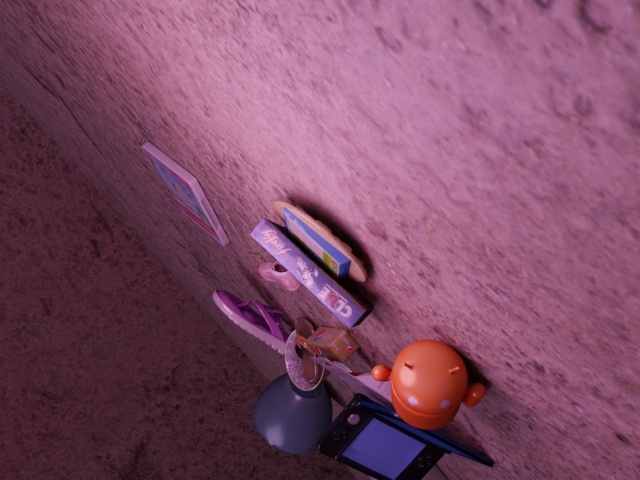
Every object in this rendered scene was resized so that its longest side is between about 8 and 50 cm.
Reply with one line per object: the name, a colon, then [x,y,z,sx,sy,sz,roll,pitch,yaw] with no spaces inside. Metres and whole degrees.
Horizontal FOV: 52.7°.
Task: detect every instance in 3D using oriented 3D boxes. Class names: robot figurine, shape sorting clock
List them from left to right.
shape sorting clock: [0.000,0.000,1.107,0.206,0.040,0.206,43,170,10]
robot figurine: [0.179,0.245,1.095,0.158,0.128,0.219,46,164,25]

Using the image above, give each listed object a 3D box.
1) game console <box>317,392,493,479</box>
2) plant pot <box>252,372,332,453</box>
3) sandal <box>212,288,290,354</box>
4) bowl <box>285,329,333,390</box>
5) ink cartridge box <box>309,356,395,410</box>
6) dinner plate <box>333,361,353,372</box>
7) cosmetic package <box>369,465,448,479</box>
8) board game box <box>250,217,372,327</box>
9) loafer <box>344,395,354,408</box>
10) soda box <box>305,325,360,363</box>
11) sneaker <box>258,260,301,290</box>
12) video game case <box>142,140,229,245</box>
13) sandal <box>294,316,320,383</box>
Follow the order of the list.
game console: [0.182,0.478,1.441,0.293,0.250,0.173,32,-165,-20]
plant pot: [-0.077,0.579,2.303,0.290,0.290,0.195,38,126,25]
sandal: [-0.145,0.250,1.956,0.416,0.102,0.169,38,-179,-20]
bowl: [-0.016,0.321,1.771,0.080,0.170,0.170,2,-163,-41]
ink cartridge box: [0.101,0.318,1.509,0.232,0.066,0.189,39,164,-3]
dinner plate: [0.079,0.393,1.871,0.141,0.017,0.141,42,164,15]
cosmetic package: [0.260,0.714,1.944,0.151,0.151,0.183,52,161,-19]
board game box: [-0.012,0.061,1.190,0.243,0.042,0.165,43,-178,11]
loafer: [0.149,0.559,1.953,0.268,0.092,0.102,20,150,55]
soda box: [0.027,0.255,1.597,0.058,0.061,0.181,49,163,-9]
sneaker: [-0.103,0.064,1.489,0.134,0.051,0.070,25,152,43]
video game case: [-0.350,-0.118,1.700,0.204,0.025,0.285,36,160,29]
sandal: [-0.042,0.287,1.701,0.072,0.049,0.180,-27,64,45]
